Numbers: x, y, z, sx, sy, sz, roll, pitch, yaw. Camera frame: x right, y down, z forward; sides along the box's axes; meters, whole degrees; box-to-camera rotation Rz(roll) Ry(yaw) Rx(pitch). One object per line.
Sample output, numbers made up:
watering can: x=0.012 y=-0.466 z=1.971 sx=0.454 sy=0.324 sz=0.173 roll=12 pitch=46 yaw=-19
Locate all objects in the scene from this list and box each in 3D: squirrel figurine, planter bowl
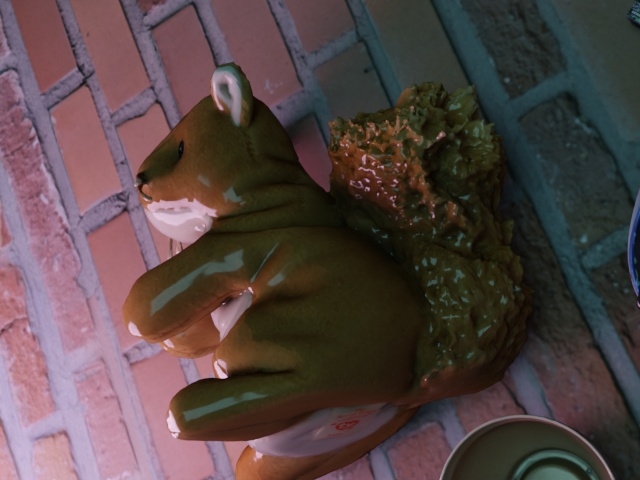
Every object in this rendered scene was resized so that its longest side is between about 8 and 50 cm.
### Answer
squirrel figurine: x=0.000 y=0.000 z=1.010 sx=0.397 sy=0.281 sz=0.370 roll=-23 pitch=62 yaw=8
planter bowl: x=0.198 y=0.237 z=0.923 sx=0.162 sy=0.109 sz=0.162 roll=-4 pitch=81 yaw=26

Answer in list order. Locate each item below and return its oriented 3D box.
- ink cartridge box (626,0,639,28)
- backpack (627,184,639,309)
ink cartridge box: x=0.347 y=-0.240 z=0.959 sx=0.063 sy=0.029 sz=0.115 roll=39 pitch=101 yaw=26
backpack: x=0.373 y=-0.018 z=0.815 sx=0.277 sy=0.213 sz=0.263 roll=25 pitch=86 yaw=31
